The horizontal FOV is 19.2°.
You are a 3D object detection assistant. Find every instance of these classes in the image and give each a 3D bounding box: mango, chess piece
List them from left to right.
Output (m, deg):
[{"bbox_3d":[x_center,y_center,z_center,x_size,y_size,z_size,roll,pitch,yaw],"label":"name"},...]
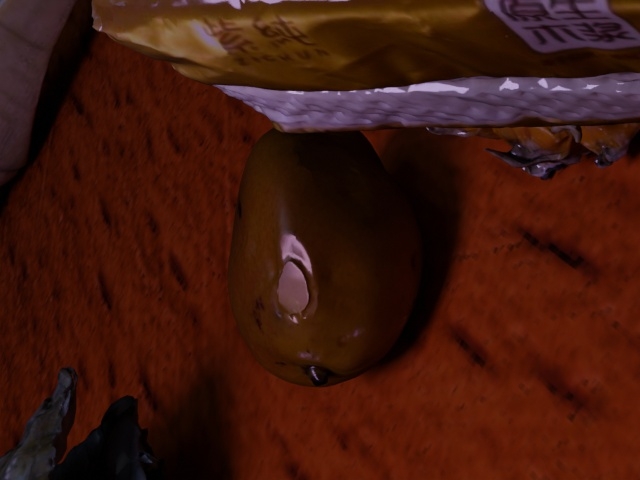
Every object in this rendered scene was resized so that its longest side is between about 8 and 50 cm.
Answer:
[{"bbox_3d":[-0.231,-0.104,1.278,0.301,0.137,0.137,-53,24,25],"label":"chess piece"},{"bbox_3d":[0.000,0.000,0.636,0.114,0.060,0.080,-98,19,-51],"label":"mango"}]

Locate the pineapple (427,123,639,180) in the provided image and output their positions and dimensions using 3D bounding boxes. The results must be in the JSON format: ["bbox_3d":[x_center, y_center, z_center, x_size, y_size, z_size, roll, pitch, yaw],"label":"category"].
[{"bbox_3d":[0.042,-0.113,0.530,0.161,0.137,0.176,-67,21,2],"label":"pineapple"}]

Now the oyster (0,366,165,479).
[{"bbox_3d":[-0.142,0.162,0.760,0.268,0.112,0.198,-56,23,38],"label":"oyster"}]

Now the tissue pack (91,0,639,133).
[{"bbox_3d":[0.079,-0.112,0.377,0.226,0.092,0.183,2,72,39],"label":"tissue pack"}]
